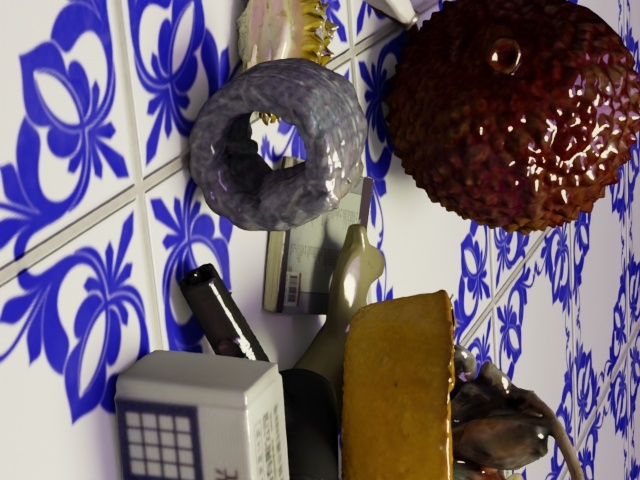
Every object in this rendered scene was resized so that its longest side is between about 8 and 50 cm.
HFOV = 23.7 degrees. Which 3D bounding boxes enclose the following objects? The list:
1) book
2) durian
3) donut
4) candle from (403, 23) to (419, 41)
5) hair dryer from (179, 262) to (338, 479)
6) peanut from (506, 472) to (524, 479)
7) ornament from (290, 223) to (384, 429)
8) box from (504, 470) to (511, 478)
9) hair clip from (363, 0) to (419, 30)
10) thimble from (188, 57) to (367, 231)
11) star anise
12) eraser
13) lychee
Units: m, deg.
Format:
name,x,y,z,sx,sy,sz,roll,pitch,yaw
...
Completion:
name,x,y,z,sx,sy,sz,roll,pitch,yaw
book,-0.001,0.000,1.612,0.231,0.026,0.157,10,87,-67
durian,-0.026,-0.222,1.438,0.140,0.078,0.224,-18,107,-64
donut,0.077,0.183,1.470,0.277,0.109,0.277,0,90,-86
candle,0.111,-0.249,1.850,0.167,0.021,0.026,64,16,-49
hair dryer,-0.062,0.132,1.376,0.197,0.089,0.251,-90,154,-65
peanut,0.260,0.399,1.984,0.104,0.086,0.227,-40,130,-54
ornament,0.022,0.127,1.604,0.230,0.061,0.244,-53,144,-43
box,0.162,0.345,1.972,0.330,0.095,0.210,-27,117,-63
hair clip,0.031,-0.321,1.445,0.101,0.085,0.331,-51,151,1
thimble,-0.037,-0.083,1.345,0.098,0.150,0.150,-46,135,-60
star anise,0.152,0.244,1.662,0.139,0.316,0.359,13,45,-34
eraser,-0.093,0.237,1.283,0.081,0.124,0.279,-39,129,-61
lychee,0.223,-0.148,1.780,0.330,0.306,0.306,68,32,-58
